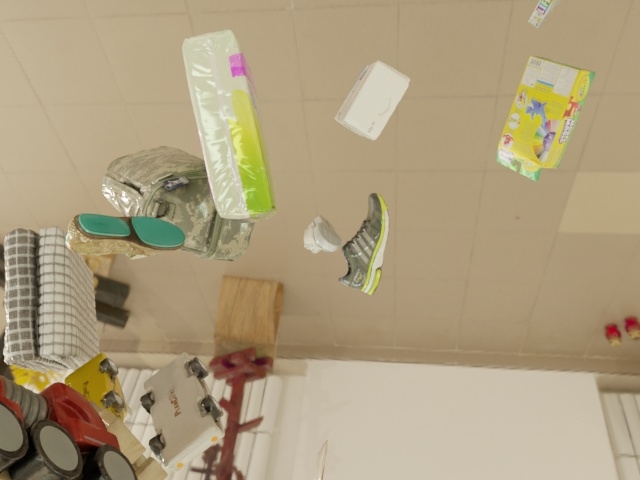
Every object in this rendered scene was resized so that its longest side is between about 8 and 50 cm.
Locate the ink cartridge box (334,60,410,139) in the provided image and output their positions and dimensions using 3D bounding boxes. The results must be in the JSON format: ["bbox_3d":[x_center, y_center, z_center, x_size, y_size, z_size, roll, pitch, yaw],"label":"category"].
[{"bbox_3d":[0.104,-0.294,1.195,0.082,0.190,0.139,30,99,-9],"label":"ink cartridge box"}]

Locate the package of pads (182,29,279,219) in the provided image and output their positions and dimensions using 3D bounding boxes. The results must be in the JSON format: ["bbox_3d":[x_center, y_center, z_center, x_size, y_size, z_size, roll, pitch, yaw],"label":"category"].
[{"bbox_3d":[-0.149,-0.179,0.987,0.101,0.296,0.229,-11,180,-1],"label":"package of pads"}]

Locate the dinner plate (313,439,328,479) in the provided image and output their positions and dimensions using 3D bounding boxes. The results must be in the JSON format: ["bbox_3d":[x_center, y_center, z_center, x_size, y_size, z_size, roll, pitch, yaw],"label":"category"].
[{"bbox_3d":[-0.003,0.445,1.057,0.017,0.141,0.141,7,138,5],"label":"dinner plate"}]

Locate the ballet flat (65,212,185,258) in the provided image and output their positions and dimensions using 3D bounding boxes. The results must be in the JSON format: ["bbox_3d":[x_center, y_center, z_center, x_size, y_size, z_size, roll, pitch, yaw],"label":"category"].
[{"bbox_3d":[-0.316,-0.003,0.913,0.067,0.073,0.206,-41,150,26],"label":"ballet flat"}]

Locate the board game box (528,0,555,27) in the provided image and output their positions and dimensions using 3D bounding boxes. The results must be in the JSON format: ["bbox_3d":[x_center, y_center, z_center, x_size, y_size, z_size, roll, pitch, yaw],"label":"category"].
[{"bbox_3d":[0.464,-0.493,1.087,0.026,0.103,0.154,40,173,9],"label":"board game box"}]

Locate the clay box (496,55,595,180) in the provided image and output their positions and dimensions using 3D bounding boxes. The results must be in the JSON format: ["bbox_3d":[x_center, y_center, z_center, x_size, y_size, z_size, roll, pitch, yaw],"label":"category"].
[{"bbox_3d":[0.440,-0.241,1.129,0.053,0.127,0.222,-4,120,-30],"label":"clay box"}]

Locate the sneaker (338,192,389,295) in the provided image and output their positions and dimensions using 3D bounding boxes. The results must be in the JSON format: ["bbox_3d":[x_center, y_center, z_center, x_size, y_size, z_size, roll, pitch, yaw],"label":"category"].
[{"bbox_3d":[0.127,0.006,1.652,0.121,0.299,0.111,9,175,-5],"label":"sneaker"}]

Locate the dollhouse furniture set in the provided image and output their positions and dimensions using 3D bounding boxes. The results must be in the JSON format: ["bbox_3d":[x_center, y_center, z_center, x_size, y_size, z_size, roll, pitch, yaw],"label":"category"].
[{"bbox_3d":[-0.288,0.295,0.709,0.151,0.123,0.144,5,131,50],"label":"dollhouse furniture set"}]

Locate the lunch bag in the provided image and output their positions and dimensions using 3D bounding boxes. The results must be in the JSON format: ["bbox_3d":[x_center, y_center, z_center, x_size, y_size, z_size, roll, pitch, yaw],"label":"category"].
[{"bbox_3d":[-0.312,-0.088,1.236,0.256,0.305,0.212,7,102,-40],"label":"lunch bag"}]

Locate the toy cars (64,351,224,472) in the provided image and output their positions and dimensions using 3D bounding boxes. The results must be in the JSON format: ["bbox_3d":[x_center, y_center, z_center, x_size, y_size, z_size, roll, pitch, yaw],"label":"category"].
[{"bbox_3d":[-0.271,0.262,0.862,0.394,0.176,0.087,-7,129,34],"label":"toy cars"}]

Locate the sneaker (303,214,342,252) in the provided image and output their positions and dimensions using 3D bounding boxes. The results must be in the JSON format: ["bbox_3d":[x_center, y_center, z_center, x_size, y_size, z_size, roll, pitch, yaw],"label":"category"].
[{"bbox_3d":[0.000,0.000,1.670,0.094,0.258,0.091,38,99,-8],"label":"sneaker"}]

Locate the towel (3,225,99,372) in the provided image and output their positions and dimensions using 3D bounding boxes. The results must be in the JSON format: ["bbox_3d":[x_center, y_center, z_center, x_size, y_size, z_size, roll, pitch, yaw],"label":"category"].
[{"bbox_3d":[-0.500,0.124,1.052,0.121,0.235,0.283,-7,163,-14],"label":"towel"}]

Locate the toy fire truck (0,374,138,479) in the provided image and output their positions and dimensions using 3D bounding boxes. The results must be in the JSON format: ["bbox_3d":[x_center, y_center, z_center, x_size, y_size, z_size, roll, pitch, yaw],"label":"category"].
[{"bbox_3d":[-0.316,0.163,0.521,0.158,0.246,0.217,-37,140,-3],"label":"toy fire truck"}]
